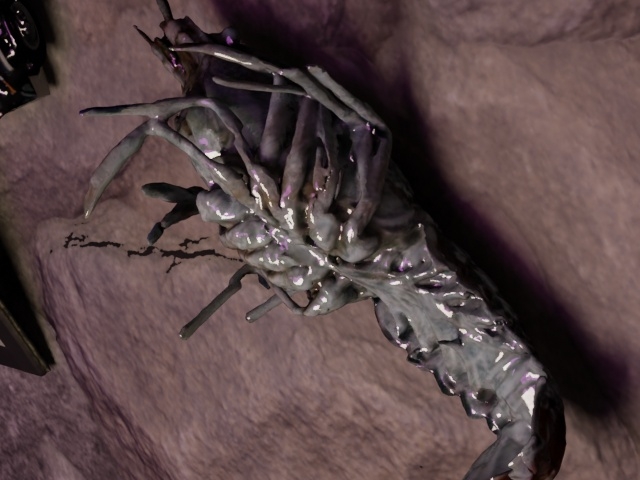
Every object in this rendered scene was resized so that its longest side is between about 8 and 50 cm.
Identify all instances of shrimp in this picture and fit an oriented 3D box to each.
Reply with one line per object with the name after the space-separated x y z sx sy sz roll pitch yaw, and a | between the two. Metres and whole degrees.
0.000 -0.004 1.027 0.410 0.166 0.221 39 135 10 | shrimp

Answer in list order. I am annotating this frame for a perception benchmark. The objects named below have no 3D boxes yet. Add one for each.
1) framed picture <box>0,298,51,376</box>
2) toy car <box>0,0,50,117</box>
-0.413 0.006 1.531 0.347 0.016 0.265 7 136 48 | framed picture
-0.335 -0.215 1.288 0.193 0.118 0.301 -23 92 16 | toy car
